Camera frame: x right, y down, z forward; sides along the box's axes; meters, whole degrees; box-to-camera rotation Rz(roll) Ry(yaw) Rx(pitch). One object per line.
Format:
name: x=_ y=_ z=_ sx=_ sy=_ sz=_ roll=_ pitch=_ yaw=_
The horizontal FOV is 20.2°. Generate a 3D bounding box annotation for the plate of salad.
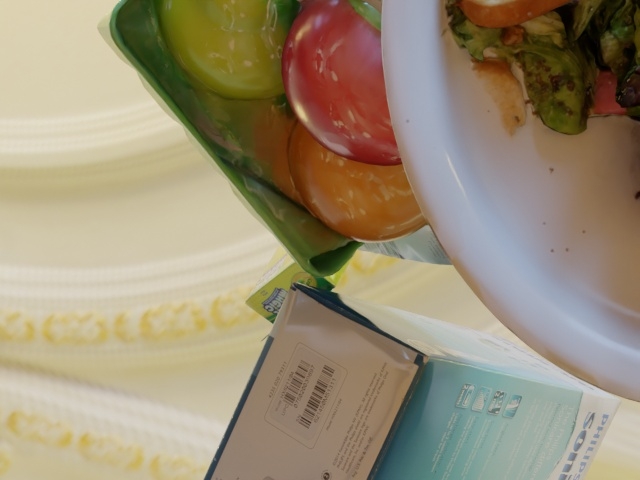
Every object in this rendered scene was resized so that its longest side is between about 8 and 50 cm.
plate of salad: x=0.113 y=-0.053 z=0.476 sx=0.199 sy=0.048 sz=0.200 roll=0 pitch=-90 yaw=-18

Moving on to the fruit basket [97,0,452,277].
fruit basket: x=0.024 y=-0.105 z=1.105 sx=0.327 sy=0.165 sz=0.353 roll=50 pitch=-23 yaw=-22

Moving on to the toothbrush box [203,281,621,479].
toothbrush box: x=0.062 y=0.168 z=1.273 sx=0.126 sy=0.295 sz=0.216 roll=28 pitch=-82 yaw=36

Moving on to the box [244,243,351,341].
box: x=0.000 y=0.000 z=1.514 sx=0.043 sy=0.179 sz=0.105 roll=36 pitch=-36 yaw=-12
